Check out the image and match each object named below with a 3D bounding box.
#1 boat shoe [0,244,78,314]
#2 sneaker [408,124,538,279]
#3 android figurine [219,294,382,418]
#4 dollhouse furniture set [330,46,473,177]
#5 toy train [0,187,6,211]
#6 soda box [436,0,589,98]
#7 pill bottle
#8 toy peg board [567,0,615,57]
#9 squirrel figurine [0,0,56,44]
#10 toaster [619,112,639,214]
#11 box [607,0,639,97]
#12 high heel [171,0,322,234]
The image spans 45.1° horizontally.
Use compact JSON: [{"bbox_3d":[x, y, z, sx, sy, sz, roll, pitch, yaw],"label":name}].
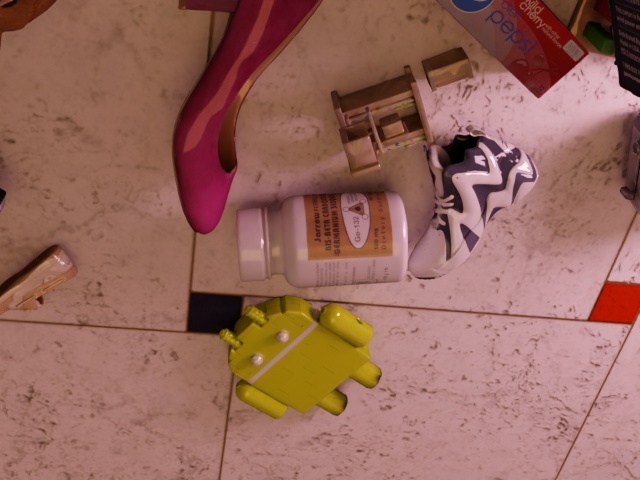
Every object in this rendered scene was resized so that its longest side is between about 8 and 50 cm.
[{"bbox_3d":[-0.429,0.076,1.131,0.170,0.063,0.059,-34,115,16],"label":"boat shoe"},{"bbox_3d":[0.173,-0.062,1.080,0.153,0.094,0.235,35,114,-24],"label":"sneaker"},{"bbox_3d":[-0.036,0.190,1.256,0.273,0.056,0.248,37,114,-28],"label":"android figurine"},{"bbox_3d":[0.120,-0.142,0.978,0.182,0.161,0.101,-18,124,7],"label":"dollhouse furniture set"},{"bbox_3d":[-0.569,-0.105,0.959,0.334,0.142,0.190,35,126,-28],"label":"toy train"},{"bbox_3d":[0.200,-0.292,0.925,0.263,0.092,0.083,35,116,-26],"label":"soda box"},{"bbox_3d":[0.000,0.000,1.081,0.230,0.131,0.131,-3,124,-3],"label":"pill bottle"},{"bbox_3d":[0.415,-0.291,0.956,0.161,0.079,0.160,9,123,-12],"label":"toy peg board"},{"bbox_3d":[-0.451,-0.337,0.748,0.397,0.280,0.370,4,167,37],"label":"squirrel figurine"},{"bbox_3d":[0.535,-0.100,1.072,0.227,0.129,0.146,-5,128,-5],"label":"toaster"},{"bbox_3d":[0.530,-0.402,0.719,0.480,0.297,0.471,-18,114,3],"label":"box"},{"bbox_3d":[-0.083,-0.169,0.954,0.182,0.127,0.377,7,120,2],"label":"high heel"}]
